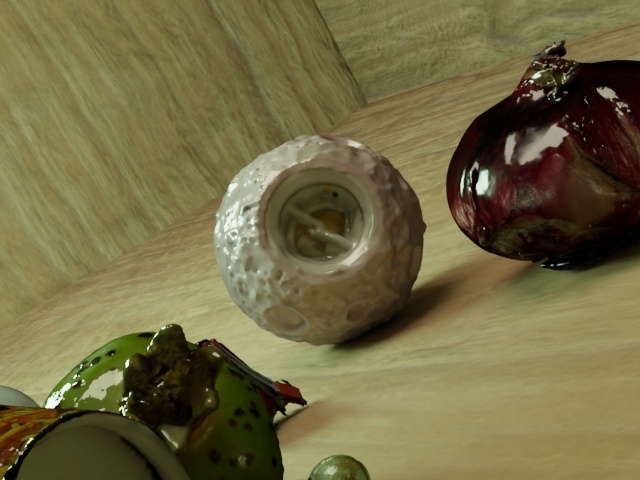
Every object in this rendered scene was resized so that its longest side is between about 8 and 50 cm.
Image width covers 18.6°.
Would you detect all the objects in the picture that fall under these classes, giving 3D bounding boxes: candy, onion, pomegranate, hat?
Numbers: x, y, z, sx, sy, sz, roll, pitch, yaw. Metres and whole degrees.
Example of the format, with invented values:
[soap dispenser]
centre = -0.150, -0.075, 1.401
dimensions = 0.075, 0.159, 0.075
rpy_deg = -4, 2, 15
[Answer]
[candy]
centre = -0.001, 0.226, 1.790
dimensions = 0.061, 0.061, 0.202
rpy_deg = -30, 2, -14
[onion]
centre = 0.274, -0.100, 2.152
dimensions = 0.314, 0.232, 0.314
rpy_deg = -26, 11, 5
[pomegranate]
centre = -0.129, 0.192, 1.748
dimensions = 0.231, 0.231, 0.286
rpy_deg = -33, 6, -26
[hat]
centre = -0.146, 0.212, 2.160
dimensions = 0.227, 0.129, 0.140
rpy_deg = -43, -36, 13

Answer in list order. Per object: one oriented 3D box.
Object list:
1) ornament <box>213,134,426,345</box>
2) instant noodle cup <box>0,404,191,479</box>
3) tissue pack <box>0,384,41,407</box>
[ornament]
centre = 0.000, 0.000, 2.362
dimensions = 0.259, 0.259, 0.225
rpy_deg = -29, -10, -8
[instant noodle cup]
centre = -0.267, 0.262, 1.553
dimensions = 0.266, 0.339, 0.340
rpy_deg = -11, 18, 37
[tissue pack]
centre = -0.382, 0.299, 1.894
dimensions = 0.333, 0.229, 0.236
rpy_deg = -30, 18, -13
